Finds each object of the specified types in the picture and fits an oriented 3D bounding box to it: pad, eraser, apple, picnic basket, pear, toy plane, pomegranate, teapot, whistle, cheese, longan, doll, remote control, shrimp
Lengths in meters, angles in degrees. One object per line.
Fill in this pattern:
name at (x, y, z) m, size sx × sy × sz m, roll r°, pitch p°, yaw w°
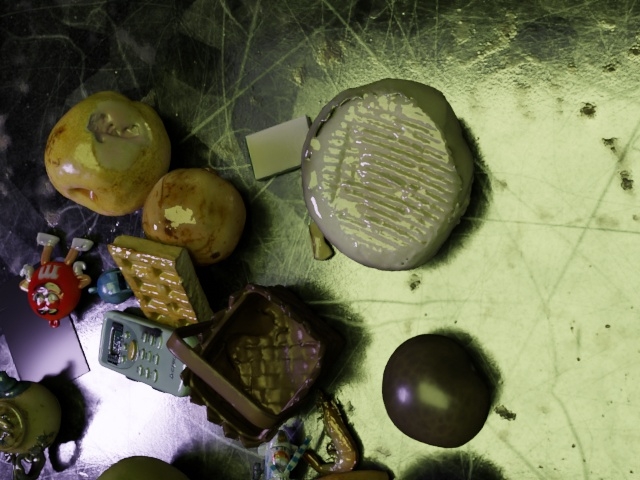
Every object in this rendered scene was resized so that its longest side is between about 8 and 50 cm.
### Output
pad at (-0.685, 0.218, 1.814) m, size 0.202 × 0.005 × 0.299 m, roll -28°, pitch 79°, yaw 17°
eraser at (-0.084, -0.198, 1.604) m, size 0.150 × 0.023 × 0.103 m, roll -17°, pitch 82°, yaw 18°
apple at (-0.369, 0.617, 1.547) m, size 0.233 × 0.258 × 0.295 m, roll 25°, pitch 95°, yaw 17°
picnic basket at (-0.133, 0.243, 1.451) m, size 0.254 × 0.321 × 0.291 m, roll 39°, pitch 103°, yaw 14°
pear at (-0.453, -0.190, 1.620) m, size 0.271 × 0.271 × 0.271 m, roll -1°, pitch 87°, yaw 20°
toy plane at (-0.085, 0.524, 1.551) m, size 0.182 × 0.107 × 0.273 m, roll -14°, pitch 107°, yaw -8°
pomegranate at (-0.265, -0.055, 1.579) m, size 0.215 × 0.215 × 0.215 m, roll -1°, pitch 87°, yaw 20°
teapot at (-0.697, 0.428, 1.713) m, size 0.173 × 0.182 × 0.269 m, roll -7°, pitch 89°, yaw 17°
whistle at (-0.447, 0.100, 1.703) m, size 0.158 × 0.090 × 0.090 m, roll -10°, pitch 83°, yaw -20°
cheese at (0.000, 0.000, 1.562) m, size 0.044 × 0.030 × 0.083 m, roll -9°, pitch 79°, yaw -2°
longan at (0.213, 0.282, 1.391) m, size 0.212 × 0.198 × 0.198 m, roll 38°, pitch 100°, yaw 19°
doll at (-0.627, 0.094, 1.756) m, size 0.183 × 0.085 × 0.217 m, roll 7°, pitch 80°, yaw 17°
remote control at (-0.378, 0.247, 1.636) m, size 0.296 × 0.056 × 0.140 m, roll 12°, pitch 96°, yaw 36°
shrimp at (0.005, 0.405, 1.543) m, size 0.124 × 0.034 × 0.178 m, roll -33°, pitch 80°, yaw 23°

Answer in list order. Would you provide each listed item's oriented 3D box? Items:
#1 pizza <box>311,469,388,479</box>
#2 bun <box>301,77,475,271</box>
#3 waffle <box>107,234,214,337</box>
pizza at (0.010, 0.522, 1.485) m, size 0.271 × 0.134 × 0.056 m, roll -28°, pitch 40°, yaw 1°
bun at (0.133, -0.130, 1.429) m, size 0.360 × 0.211 × 0.359 m, roll 4°, pitch 100°, yaw 20°
waffle at (-0.327, 0.098, 1.577) m, size 0.168 × 0.274 × 0.057 m, roll 12°, pitch 52°, yaw 23°
